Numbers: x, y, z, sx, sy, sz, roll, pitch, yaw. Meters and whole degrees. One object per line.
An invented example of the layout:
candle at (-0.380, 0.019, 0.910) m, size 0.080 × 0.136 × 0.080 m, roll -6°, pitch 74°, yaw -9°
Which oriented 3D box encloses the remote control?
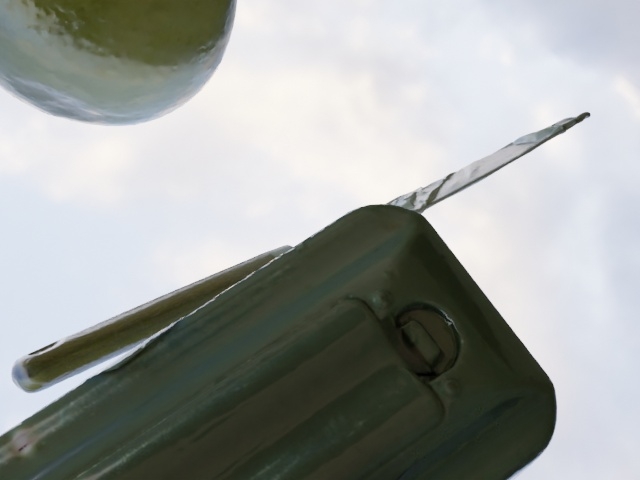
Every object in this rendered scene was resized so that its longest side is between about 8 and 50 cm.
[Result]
remote control at (-0.061, 0.109, 0.707) m, size 0.335 × 0.065 × 0.128 m, roll -33°, pitch -99°, yaw -25°

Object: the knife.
knife at (0.001, 0.002, 0.849) m, size 0.298 × 0.047 × 0.017 m, roll -24°, pitch -86°, yaw -23°

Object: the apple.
apple at (-0.205, -0.250, 1.726) m, size 0.254 × 0.292 × 0.292 m, roll 11°, pitch -135°, yaw -24°
